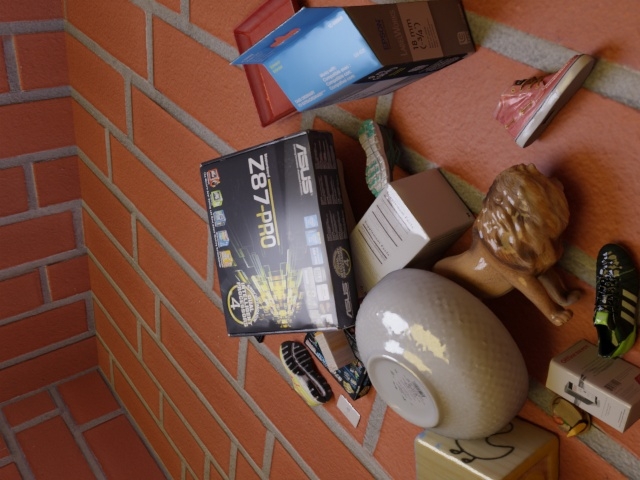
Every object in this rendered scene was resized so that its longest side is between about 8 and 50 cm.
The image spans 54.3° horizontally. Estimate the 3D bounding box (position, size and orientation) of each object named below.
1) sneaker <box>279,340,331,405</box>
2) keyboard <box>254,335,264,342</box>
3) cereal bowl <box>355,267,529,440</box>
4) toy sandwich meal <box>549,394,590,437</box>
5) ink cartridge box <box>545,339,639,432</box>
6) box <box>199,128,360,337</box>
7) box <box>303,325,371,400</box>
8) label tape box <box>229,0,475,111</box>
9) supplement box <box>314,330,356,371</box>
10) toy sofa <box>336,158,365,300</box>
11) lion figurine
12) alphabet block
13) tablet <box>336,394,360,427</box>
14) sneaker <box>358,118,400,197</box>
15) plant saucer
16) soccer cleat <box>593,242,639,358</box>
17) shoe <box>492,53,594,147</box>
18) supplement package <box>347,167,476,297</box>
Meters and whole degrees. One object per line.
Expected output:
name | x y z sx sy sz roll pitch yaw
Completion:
sneaker | -0.057 0.379 1.750 0.208 0.082 0.094 57 145 18
keyboard | -0.235 0.247 1.977 0.180 0.023 0.108 49 140 29
cereal bowl | 0.186 0.225 1.112 0.339 0.141 0.338 35 146 29
toy sandwich meal | 0.435 0.308 1.096 0.086 0.029 0.085 27 127 44
ink cartridge box | 0.444 0.225 0.985 0.135 0.099 0.056 31 130 44
box | -0.090 -0.002 1.307 0.318 0.097 0.394 -9 89 36
box | 0.054 0.267 1.571 0.220 0.051 0.175 44 137 32
label tape box | 0.054 -0.306 1.053 0.241 0.334 0.105 -12 96 55
supplement box | 0.035 0.255 1.492 0.036 0.062 0.098 -33 77 52
toy sofa | 0.000 0.000 1.442 0.150 0.177 0.362 134 118 -78
lion figurine | 0.285 0.054 1.070 0.240 0.142 0.392 51 135 4
alphabet block | 0.316 0.451 1.188 0.197 0.192 0.193 14 119 49
tablet | 0.075 0.458 1.673 0.083 0.006 0.054 44 137 32
sneaker | 0.129 -0.160 1.230 0.065 0.076 0.166 -25 69 54
plant saucer | -0.093 -0.416 1.450 0.258 0.048 0.259 -12 96 55
soccer cleat | 0.444 0.094 0.945 0.060 0.072 0.178 7 111 52
shoe | 0.332 -0.228 0.951 0.081 0.064 0.178 51 145 18
supplement package | 0.161 -0.006 1.223 0.133 0.139 0.244 56 142 18
